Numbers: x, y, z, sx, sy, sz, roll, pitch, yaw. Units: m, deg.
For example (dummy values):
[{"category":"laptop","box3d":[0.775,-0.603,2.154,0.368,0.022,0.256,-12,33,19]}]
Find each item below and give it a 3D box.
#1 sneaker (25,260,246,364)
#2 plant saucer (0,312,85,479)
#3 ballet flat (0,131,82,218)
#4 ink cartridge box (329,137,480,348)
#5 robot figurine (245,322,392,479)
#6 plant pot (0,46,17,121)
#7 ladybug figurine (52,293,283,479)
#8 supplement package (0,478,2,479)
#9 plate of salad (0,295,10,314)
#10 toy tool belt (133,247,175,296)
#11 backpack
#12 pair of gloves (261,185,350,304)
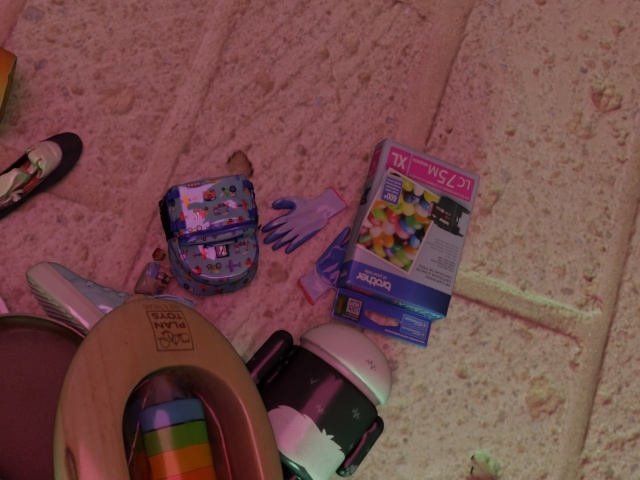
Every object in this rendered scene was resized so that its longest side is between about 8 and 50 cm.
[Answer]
[{"category":"sneaker","box3d":[-0.277,0.132,1.219,0.366,0.135,0.150,39,58,-1]},{"category":"plant saucer","box3d":[-0.440,0.258,1.162,0.310,0.050,0.311,0,92,-2]},{"category":"ballet flat","box3d":[-0.468,-0.109,1.270,0.203,0.074,0.074,-43,85,-15]},{"category":"ink cartridge box","box3d":[0.143,0.005,1.315,0.185,0.065,0.311,20,77,-13]},{"category":"robot figurine","box3d":[-0.015,0.255,1.191,0.173,0.209,0.278,32,73,28]},{"category":"plant pot","box3d":[-0.588,-0.259,1.237,0.187,0.205,0.205,15,74,-20]},{"category":"ladybug figurine","box3d":[-0.202,0.290,1.008,0.305,0.162,0.450,5,64,-42]},{"category":"supplement package","box3d":[-0.540,0.413,1.047,0.134,0.139,0.244,42,83,7]},{"category":"plate of salad","box3d":[-0.573,0.144,1.205,0.199,0.048,0.200,1,86,-13]},{"category":"toy tool belt","box3d":[-0.260,0.059,1.272,0.051,0.052,0.083,33,71,-26]},{"category":"backpack","box3d":[-0.169,-0.004,1.256,0.158,0.117,0.173,-7,81,-18]},{"category":"pair of gloves","box3d":[0.000,0.000,1.330,0.159,0.023,0.198,-34,84,-14]}]
